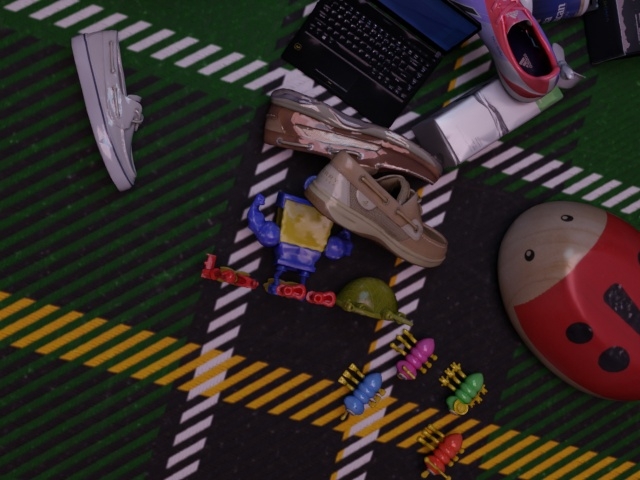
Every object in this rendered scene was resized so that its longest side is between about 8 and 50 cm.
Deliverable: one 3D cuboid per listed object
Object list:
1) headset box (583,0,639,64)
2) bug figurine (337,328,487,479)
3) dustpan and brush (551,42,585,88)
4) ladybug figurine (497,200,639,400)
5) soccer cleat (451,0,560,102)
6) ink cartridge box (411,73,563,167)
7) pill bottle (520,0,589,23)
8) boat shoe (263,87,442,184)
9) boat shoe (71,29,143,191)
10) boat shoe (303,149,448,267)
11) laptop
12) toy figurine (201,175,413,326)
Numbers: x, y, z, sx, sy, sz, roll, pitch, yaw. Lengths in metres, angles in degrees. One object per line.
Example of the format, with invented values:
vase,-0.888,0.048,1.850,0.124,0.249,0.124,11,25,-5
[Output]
headset box,0.611,-0.464,1.624,0.283,0.131,0.246,-12,96,-9
bug figurine,0.179,0.292,1.618,0.279,0.072,0.216,37,86,-10
dustpan and brush,0.411,-0.305,1.558,0.147,0.211,0.060,32,123,-10
ladybug figurine,0.522,0.120,1.624,0.449,0.162,0.305,42,85,-10
soccer cleat,0.283,-0.371,1.433,0.109,0.116,0.318,-31,89,-4
ink cartridge box,0.285,-0.221,1.564,0.219,0.160,0.092,-32,96,-7
pill bottle,0.384,-0.434,1.603,0.169,0.094,0.094,-13,95,-8
boat shoe,0.051,-0.156,1.555,0.324,0.123,0.116,22,95,-3
boat shoe,-0.338,-0.218,1.491,0.088,0.096,0.267,-15,87,-4
boat shoe,0.122,-0.048,1.494,0.341,0.121,0.110,24,106,-47
laptop,0.094,-0.330,1.488,0.234,0.136,0.264,35,113,-10
toy figurine,0.000,0.000,1.519,0.363,0.191,0.217,14,86,-12
